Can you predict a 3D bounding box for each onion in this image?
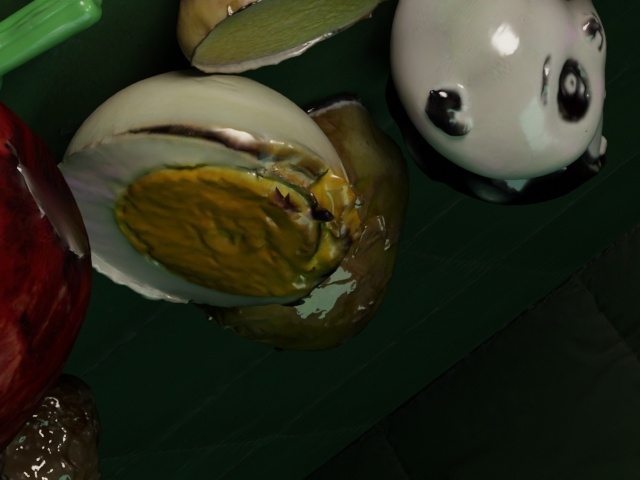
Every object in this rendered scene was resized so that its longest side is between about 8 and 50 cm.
[{"bbox_3d":[-0.307,0.022,1.245,0.341,0.341,0.341,-32,165,-10],"label":"onion"}]

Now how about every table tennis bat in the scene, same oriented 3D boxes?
[{"bbox_3d":[-0.277,-0.120,1.442,0.257,0.039,0.160,-30,165,5],"label":"table tennis bat"}]

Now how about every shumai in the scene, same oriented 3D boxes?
[{"bbox_3d":[-0.350,0.324,2.171,0.346,0.283,0.217,-39,163,16],"label":"shumai"}]

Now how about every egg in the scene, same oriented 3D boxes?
[{"bbox_3d":[-0.092,-0.071,1.681,0.286,0.264,0.174,130,-23,-60],"label":"egg"}]

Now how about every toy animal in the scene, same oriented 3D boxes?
[{"bbox_3d":[0.172,-0.161,1.880,0.251,0.251,0.310,-35,158,4],"label":"toy animal"}]

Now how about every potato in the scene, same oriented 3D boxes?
[{"bbox_3d":[0.000,0.000,2.091,0.246,0.196,0.300,-23,159,-41],"label":"potato"},{"bbox_3d":[-0.035,-0.211,1.586,0.200,0.081,0.164,-19,168,-36],"label":"potato"}]
